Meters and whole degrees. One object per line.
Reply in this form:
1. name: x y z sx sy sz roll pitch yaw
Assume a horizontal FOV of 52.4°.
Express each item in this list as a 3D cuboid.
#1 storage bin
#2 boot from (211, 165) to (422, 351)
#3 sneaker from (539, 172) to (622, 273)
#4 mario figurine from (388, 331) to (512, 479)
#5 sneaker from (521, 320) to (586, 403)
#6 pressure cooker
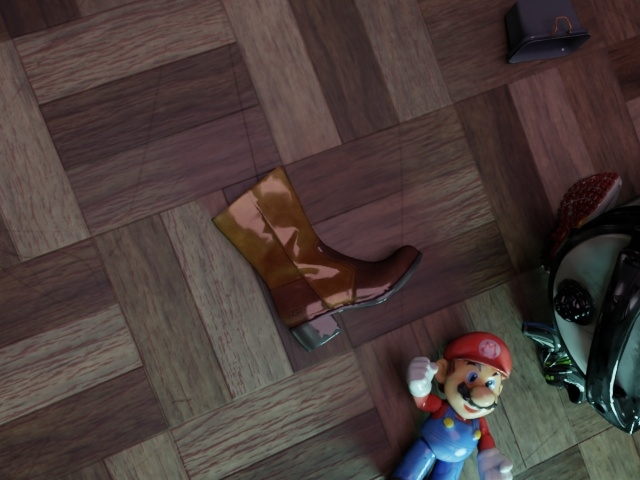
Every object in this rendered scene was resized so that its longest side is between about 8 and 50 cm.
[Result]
1. storage bin: 0.400 -0.386 1.165 0.135 0.098 0.091 -12 81 -12
2. boot: 0.000 0.000 1.088 0.264 0.096 0.281 -34 88 -3
3. sneaker: 0.483 -0.024 1.184 0.092 0.088 0.225 33 85 -26
4. mario figurine: 0.223 0.303 1.064 0.198 0.170 0.321 20 93 -45
5. sneaker: 0.426 0.218 1.165 0.078 0.067 0.188 -44 100 -16
6. pressure cooker: 0.568 0.096 1.003 0.420 0.375 0.370 -22 85 -25
